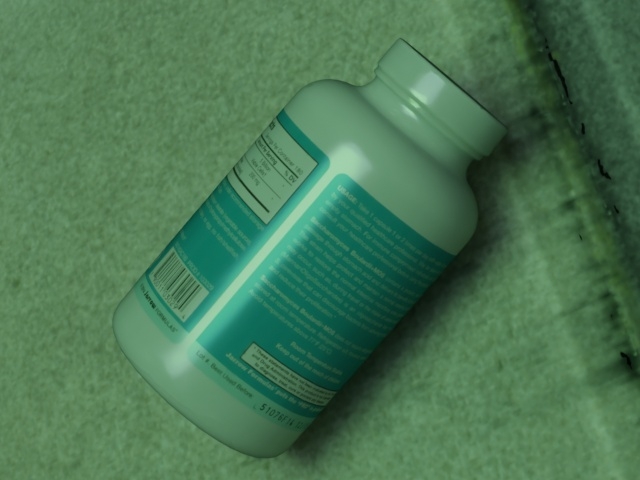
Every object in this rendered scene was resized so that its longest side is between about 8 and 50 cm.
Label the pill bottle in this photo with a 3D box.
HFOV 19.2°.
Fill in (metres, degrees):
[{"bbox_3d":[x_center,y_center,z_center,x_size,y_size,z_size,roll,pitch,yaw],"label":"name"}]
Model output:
[{"bbox_3d":[0.000,0.000,1.208,0.264,0.146,0.146,-49,58,8],"label":"pill bottle"}]
